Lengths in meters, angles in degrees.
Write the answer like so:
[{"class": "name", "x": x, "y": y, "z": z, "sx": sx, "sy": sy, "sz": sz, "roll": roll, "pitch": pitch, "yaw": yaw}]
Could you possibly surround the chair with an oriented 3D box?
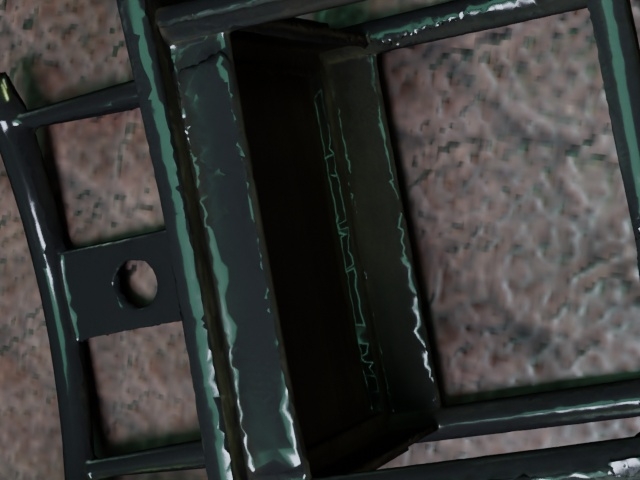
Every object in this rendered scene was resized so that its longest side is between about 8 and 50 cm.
[{"class": "chair", "x": 0.000, "y": 0.000, "z": 0.455, "sx": 0.260, "sy": 0.141, "sz": 0.154, "roll": -11, "pitch": 89, "yaw": 21}]
